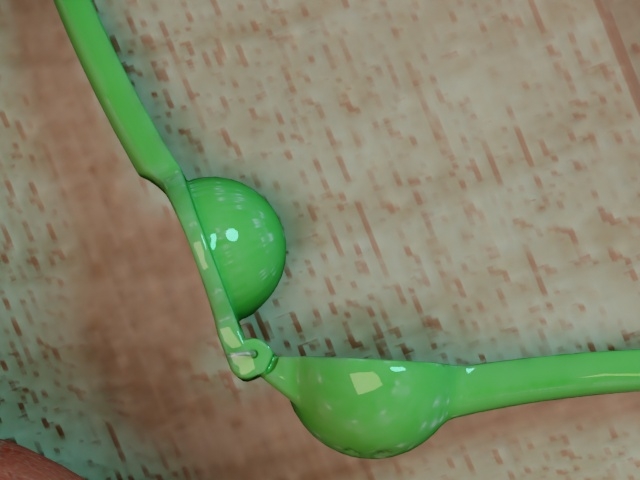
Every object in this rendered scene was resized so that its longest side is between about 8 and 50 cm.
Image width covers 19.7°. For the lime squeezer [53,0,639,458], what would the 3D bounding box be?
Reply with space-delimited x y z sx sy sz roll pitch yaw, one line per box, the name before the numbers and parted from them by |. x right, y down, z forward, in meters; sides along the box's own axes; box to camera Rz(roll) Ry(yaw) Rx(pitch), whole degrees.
lime squeezer | 0.000 0.000 0.592 0.310 0.059 0.110 33 102 5

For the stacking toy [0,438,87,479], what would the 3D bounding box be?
stacking toy | -0.067 0.202 0.549 0.480 0.350 0.350 19 101 -11
